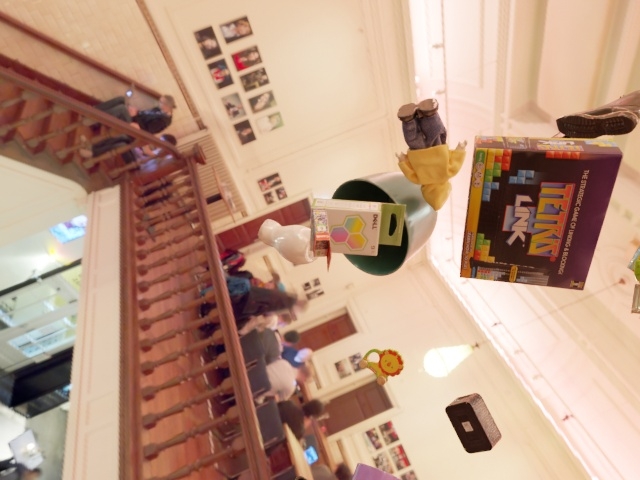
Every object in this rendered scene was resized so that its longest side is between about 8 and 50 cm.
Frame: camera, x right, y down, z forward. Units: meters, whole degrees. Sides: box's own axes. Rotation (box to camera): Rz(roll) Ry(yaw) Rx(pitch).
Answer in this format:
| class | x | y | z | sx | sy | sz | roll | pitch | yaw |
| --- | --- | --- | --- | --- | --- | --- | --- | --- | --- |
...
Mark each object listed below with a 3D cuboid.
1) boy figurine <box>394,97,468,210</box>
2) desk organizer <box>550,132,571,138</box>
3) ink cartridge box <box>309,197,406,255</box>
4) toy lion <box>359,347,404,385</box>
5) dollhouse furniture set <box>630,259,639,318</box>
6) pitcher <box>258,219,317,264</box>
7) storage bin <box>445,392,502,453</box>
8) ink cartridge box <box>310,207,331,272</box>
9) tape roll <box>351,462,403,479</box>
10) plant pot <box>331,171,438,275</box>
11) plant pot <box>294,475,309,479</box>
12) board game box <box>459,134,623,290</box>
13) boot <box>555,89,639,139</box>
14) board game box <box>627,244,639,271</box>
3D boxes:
| class | x | y | z | sx | sy | sz | roll | pitch | yaw |
| --- | --- | --- | --- | --- | --- | --- | --- | --- | --- |
| boy figurine | 0.284 | -0.207 | 1.148 | 0.092 | 0.177 | 0.285 | -75 | 146 | -52 |
| desk organizer | 0.794 | -0.284 | 1.454 | 0.130 | 0.047 | 0.050 | 56 | 6 | -14 |
| ink cartridge box | 0.082 | -0.029 | 1.023 | 0.062 | 0.209 | 0.109 | -77 | 171 | -63 |
| toy lion | 0.165 | 0.319 | 1.187 | 0.100 | 0.096 | 0.034 | 38 | 9 | 21 |
| dollhouse furniture set | 0.589 | 0.078 | 0.786 | 0.076 | 0.152 | 0.058 | -3 | -35 | 46 |
| pitcher | -0.084 | 0.014 | 1.534 | 0.207 | 0.125 | 0.178 | 20 | -10 | 39 |
| storage bin | 0.554 | 0.663 | 1.654 | 0.122 | 0.084 | 0.180 | -37 | -106 | 43 |
| ink cartridge box | 0.000 | 0.000 | 0.895 | 0.063 | 0.029 | 0.115 | 99 | -13 | -55 |
| tape roll | 0.179 | 0.714 | 1.296 | 0.189 | 0.189 | 0.080 | 72 | 37 | -53 |
| plant pot | 0.209 | -0.074 | 1.360 | 0.293 | 0.235 | 0.293 | 25 | -52 | 37 |
| plant pot | 0.013 | 0.592 | 0.846 | 0.188 | 0.187 | 0.167 | 12 | -36 | 34 |
| board game box | 0.239 | -0.029 | 0.519 | 0.048 | 0.141 | 0.170 | -60 | 151 | -54 |
| boot | 0.739 | -0.331 | 1.181 | 0.198 | 0.137 | 0.077 | 22 | -28 | 53 |
| board game box | 1.095 | 0.093 | 1.333 | 0.275 | 0.144 | 0.142 | -125 | -148 | -49 |
